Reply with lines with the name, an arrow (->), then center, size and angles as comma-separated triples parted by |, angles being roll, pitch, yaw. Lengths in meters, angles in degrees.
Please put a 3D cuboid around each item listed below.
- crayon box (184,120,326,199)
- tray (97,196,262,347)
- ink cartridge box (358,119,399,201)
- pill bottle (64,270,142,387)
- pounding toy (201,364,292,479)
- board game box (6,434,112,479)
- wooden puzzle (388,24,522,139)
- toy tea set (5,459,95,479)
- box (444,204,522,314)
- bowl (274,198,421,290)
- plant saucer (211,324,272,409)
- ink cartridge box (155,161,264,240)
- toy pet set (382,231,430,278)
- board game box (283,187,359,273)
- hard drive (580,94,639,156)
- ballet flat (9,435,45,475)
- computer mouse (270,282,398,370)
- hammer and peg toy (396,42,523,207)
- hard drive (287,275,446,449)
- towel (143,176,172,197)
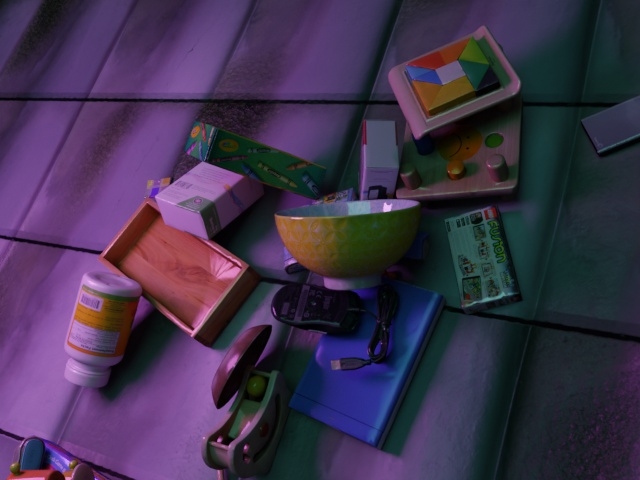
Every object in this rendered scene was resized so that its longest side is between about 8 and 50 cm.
crayon box -> -0.146, -0.180, 1.591 | 0.165, 0.278, 0.081 | 28, 100, 60
tray -> -0.347, 0.067, 1.708 | 0.410, 0.076, 0.203 | 31, 79, 35
ink cartridge box -> 0.123, -0.156, 1.529 | 0.072, 0.175, 0.128 | 0, 60, 0
pill bottle -> -0.509, 0.206, 1.636 | 0.136, 0.136, 0.246 | 22, 98, 34
pounding toy -> -0.178, 0.375, 1.392 | 0.154, 0.154, 0.270 | 7, 65, 29
board game box -> -0.547, 0.595, 1.500 | 0.347, 0.078, 0.233 | 17, 71, 33
wooden puzzle -> 0.274, -0.340, 1.490 | 0.238, 0.044, 0.221 | -25, 52, 11
toy tea set -> -0.520, 0.579, 1.326 | 0.124, 0.200, 0.336 | -13, 63, 9
box -> 0.321, 0.036, 1.409 | 0.114, 0.036, 0.207 | -16, 56, 18
bowl -> 0.059, 0.010, 1.398 | 0.289, 0.289, 0.156 | -1, 99, 26
plant saucer -> -0.166, 0.247, 1.435 | 0.036, 0.198, 0.199 | 31, 78, 9
ink cartridge box -> -0.262, -0.110, 1.707 | 0.154, 0.093, 0.212 | 18, 48, 32
toy pet set -> 0.166, 0.014, 1.482 | 0.114, 0.065, 0.122 | 8, 67, 30
board game box -> 0.000, 0.000, 1.578 | 0.194, 0.060, 0.194 | -15, 56, 18
hard drive -> 0.608, -0.232, 1.428 | 0.135, 0.022, 0.094 | -23, 55, 14
ballet flat -> -0.633, 0.525, 1.502 | 0.068, 0.072, 0.213 | -31, 46, 43
computer mouse -> 0.024, 0.177, 1.416 | 0.261, 0.060, 0.184 | 0, 58, 14
hammer and peg toy -> 0.299, -0.242, 1.526 | 0.265, 0.127, 0.362 | -4, 58, 25
hard drive -> 0.092, 0.225, 1.413 | 0.210, 0.040, 0.319 | 16, 71, 33
towel -> -0.439, -0.142, 1.914 | 0.083, 0.009, 0.060 | -3, 62, 25
